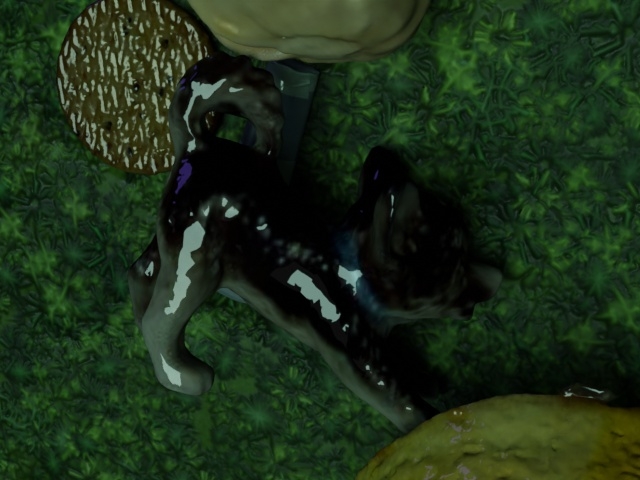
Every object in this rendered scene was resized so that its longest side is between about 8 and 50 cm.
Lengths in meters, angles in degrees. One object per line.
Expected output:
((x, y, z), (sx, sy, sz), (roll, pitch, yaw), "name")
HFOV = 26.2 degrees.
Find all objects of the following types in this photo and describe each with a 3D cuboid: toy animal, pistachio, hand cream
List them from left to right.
((-0.063, -0.057, 1.358), (0.079, 0.048, 0.255), (27, 115, 20), "hand cream")
((-0.038, -0.280, 1.211), (0.214, 0.193, 0.318), (-41, 77, 2), "pistachio")
((0.000, 0.000, 1.251), (0.344, 0.194, 0.303), (11, 107, -4), "toy animal")

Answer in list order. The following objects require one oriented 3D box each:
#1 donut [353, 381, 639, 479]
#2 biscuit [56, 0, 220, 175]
((0.188, 0.324, 1.221), (0.435, 0.163, 0.377), (-26, 118, 29), "donut")
((-0.182, -0.157, 1.391), (0.188, 0.027, 0.188), (6, 107, 20), "biscuit")
